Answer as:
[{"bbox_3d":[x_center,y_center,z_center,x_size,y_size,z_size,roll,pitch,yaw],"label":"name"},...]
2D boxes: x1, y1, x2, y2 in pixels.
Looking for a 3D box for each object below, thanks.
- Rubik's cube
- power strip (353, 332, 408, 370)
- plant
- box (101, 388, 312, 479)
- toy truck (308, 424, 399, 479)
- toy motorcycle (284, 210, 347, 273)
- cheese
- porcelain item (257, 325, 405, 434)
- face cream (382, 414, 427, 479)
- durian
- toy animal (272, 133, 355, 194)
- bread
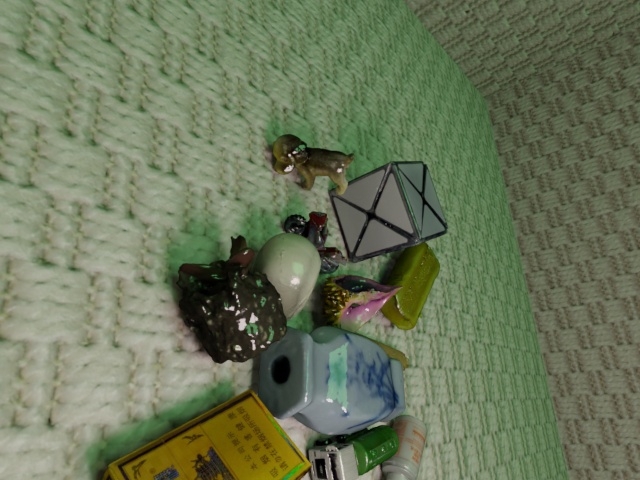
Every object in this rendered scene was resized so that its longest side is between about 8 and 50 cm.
[{"bbox_3d":[0.221,-0.096,1.412,0.259,0.260,0.255,-15,87,-56],"label":"Rubik's cube"},{"bbox_3d":[0.174,0.343,1.336,0.305,0.044,0.064,30,52,-39],"label":"power strip"},{"bbox_3d":[-0.175,0.119,0.885,0.204,0.178,0.234,-26,101,-51],"label":"plant"},{"bbox_3d":[-0.183,0.403,0.753,0.193,0.084,0.301,42,29,25],"label":"box"},{"bbox_3d":[0.088,0.520,1.081,0.242,0.125,0.101,5,72,-49],"label":"toy truck"},{"bbox_3d":[0.000,-0.001,1.207,0.213,0.122,0.082,51,27,-25],"label":"toy motorcycle"},{"bbox_3d":[-0.081,0.074,1.035,0.154,0.189,0.198,26,46,-2],"label":"cheese"},{"bbox_3d":[0.043,0.335,1.062,0.405,0.178,0.243,28,53,-45],"label":"porcelain item"},{"bbox_3d":[0.224,0.619,1.225,0.101,0.101,0.252,54,40,-20],"label":"face cream"},{"bbox_3d":[0.085,0.181,1.231,0.260,0.153,0.187,23,80,-51],"label":"durian"},{"bbox_3d":[-0.022,-0.214,1.242,0.169,0.233,0.121,86,17,-66],"label":"toy animal"},{"bbox_3d":[0.302,0.145,1.524,0.166,0.112,0.383,56,40,-15],"label":"bread"}]
